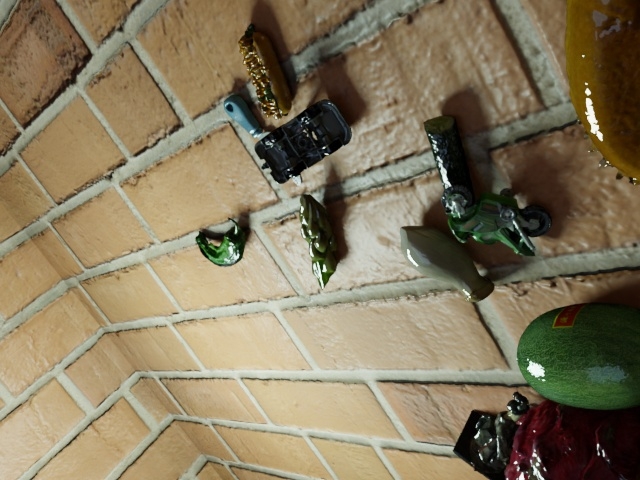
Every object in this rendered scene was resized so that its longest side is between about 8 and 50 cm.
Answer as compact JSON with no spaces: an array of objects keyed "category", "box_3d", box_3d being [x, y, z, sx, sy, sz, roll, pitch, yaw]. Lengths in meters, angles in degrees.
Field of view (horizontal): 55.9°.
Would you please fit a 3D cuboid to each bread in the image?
[{"category":"bread","box_3d":[0.402,-0.237,0.675,0.236,0.183,0.389,3,126,39]}]

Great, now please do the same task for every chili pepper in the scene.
[{"category":"chili pepper","box_3d":[-0.252,0.006,1.614,0.122,0.065,0.279,50,147,-13]}]

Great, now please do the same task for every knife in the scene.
[{"category":"knife","box_3d":[-0.116,-0.219,1.312,0.244,0.032,0.058,46,135,-9]}]

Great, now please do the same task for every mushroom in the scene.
[{"category":"mushroom","box_3d":[0.238,0.043,1.169,0.212,0.088,0.097,37,152,1]}]

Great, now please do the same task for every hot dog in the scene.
[{"category":"hot dog","box_3d":[-0.110,-0.325,1.179,0.072,0.055,0.188,4,128,43]}]

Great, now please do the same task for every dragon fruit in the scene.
[{"category":"dragon fruit","box_3d":[0.504,0.427,1.093,0.329,0.329,0.329,25,139,24]}]

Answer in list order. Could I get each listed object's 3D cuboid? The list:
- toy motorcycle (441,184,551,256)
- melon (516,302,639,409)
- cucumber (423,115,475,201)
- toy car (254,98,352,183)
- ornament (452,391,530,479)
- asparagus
[{"category":"toy motorcycle","box_3d":[0.292,-0.032,1.033,0.190,0.074,0.106,16,125,2]},{"category":"melon","box_3d":[0.456,0.196,1.029,0.287,0.182,0.182,-15,114,48]},{"category":"cucumber","box_3d":[0.233,-0.113,1.058,0.058,0.052,0.215,28,146,55]},{"category":"toy car","box_3d":[-0.033,-0.197,1.181,0.191,0.100,0.097,-29,105,18]},{"category":"ornament","box_3d":[0.417,0.419,1.327,0.153,0.166,0.196,34,127,13]},{"category":"asparagus","box_3d":[0.000,0.000,1.364,0.080,0.080,0.287,16,142,33]}]
